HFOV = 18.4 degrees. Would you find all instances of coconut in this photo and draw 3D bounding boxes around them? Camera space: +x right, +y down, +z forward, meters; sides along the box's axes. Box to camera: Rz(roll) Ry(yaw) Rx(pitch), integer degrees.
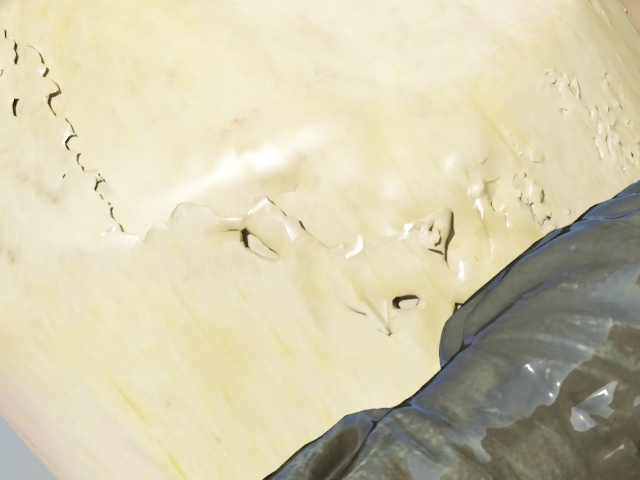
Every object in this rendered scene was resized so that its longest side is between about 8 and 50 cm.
[{"bbox_3d":[0.000,0.000,0.849,0.353,0.352,0.352,-54,-1,-2],"label":"coconut"}]

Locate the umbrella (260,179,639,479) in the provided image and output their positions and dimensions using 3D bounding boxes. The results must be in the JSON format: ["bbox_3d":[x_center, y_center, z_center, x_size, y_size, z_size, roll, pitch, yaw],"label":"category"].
[{"bbox_3d":[0.011,0.056,0.355,0.235,0.059,0.066,-35,-31,-24],"label":"umbrella"}]
